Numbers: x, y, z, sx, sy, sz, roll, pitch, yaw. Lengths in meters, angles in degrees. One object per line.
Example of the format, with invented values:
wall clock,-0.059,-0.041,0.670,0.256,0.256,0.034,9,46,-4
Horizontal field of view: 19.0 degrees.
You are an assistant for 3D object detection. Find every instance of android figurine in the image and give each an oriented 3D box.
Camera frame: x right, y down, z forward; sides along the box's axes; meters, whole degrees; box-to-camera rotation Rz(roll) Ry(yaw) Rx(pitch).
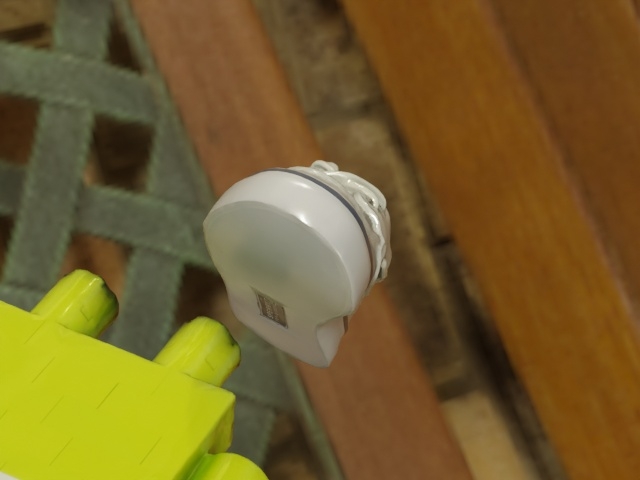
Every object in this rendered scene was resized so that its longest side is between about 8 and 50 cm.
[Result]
android figurine,-0.158,0.124,1.044,0.248,0.273,0.056,19,132,15

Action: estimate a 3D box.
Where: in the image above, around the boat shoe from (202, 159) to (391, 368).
boat shoe,0.000,0.000,1.083,0.096,0.088,0.267,29,165,12
